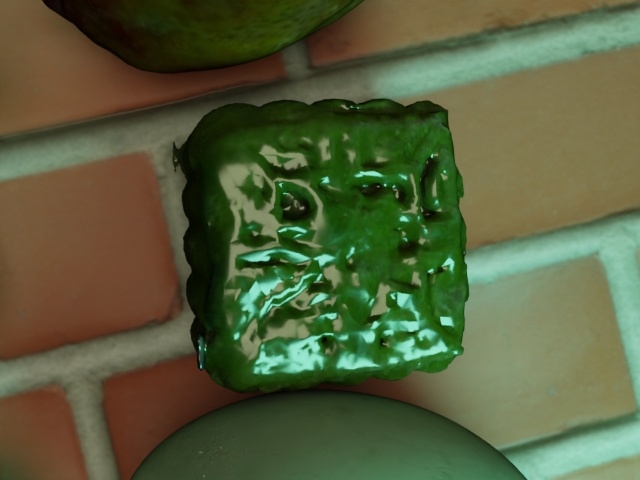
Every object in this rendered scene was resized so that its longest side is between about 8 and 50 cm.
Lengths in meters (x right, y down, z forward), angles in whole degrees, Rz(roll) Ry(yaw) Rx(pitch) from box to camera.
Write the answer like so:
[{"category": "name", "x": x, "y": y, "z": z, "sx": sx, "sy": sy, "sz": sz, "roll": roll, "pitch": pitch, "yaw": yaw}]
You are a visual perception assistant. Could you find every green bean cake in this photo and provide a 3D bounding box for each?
[{"category": "green bean cake", "x": 0.000, "y": 0.000, "z": 0.753, "sx": 0.247, "sy": 0.156, "sz": 0.249, "roll": -3, "pitch": 94, "yaw": -16}]

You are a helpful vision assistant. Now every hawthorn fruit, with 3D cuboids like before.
[{"category": "hawthorn fruit", "x": -0.088, "y": -0.290, "z": 0.708, "sx": 0.308, "sy": 0.308, "sz": 0.324, "roll": 34, "pitch": 97, "yaw": -4}]

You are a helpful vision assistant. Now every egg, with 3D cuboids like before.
[{"category": "egg", "x": 0.018, "y": 0.269, "z": 0.712, "sx": 0.389, "sy": 0.276, "sz": 0.276, "roll": 11, "pitch": 88, "yaw": -1}]
